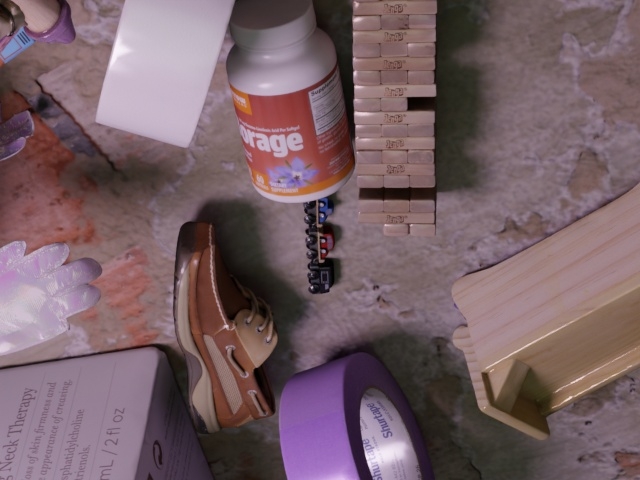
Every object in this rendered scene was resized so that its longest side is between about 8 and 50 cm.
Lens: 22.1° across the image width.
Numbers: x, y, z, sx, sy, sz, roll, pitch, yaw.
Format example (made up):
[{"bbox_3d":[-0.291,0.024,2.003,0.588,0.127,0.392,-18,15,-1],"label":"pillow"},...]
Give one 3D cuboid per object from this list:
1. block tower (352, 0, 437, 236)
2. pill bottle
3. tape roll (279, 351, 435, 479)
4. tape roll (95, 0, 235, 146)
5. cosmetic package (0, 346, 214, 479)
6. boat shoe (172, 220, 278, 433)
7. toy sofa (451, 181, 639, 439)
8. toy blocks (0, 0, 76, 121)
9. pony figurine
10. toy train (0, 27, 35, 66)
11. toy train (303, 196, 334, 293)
[{"bbox_3d":[0.083,-0.163,1.779,0.091,0.097,0.335,0,126,4],"label":"block tower"},{"bbox_3d":[-0.036,-0.158,1.775,0.121,0.121,0.216,-6,126,9],"label":"pill bottle"},{"bbox_3d":[0.052,0.280,2.001,0.090,0.275,0.275,-20,123,20],"label":"tape roll"},{"bbox_3d":[-0.139,-0.240,1.622,0.100,0.286,0.286,16,127,-7],"label":"tape roll"},{"bbox_3d":[-0.362,0.381,2.080,0.393,0.329,0.327,-9,127,11],"label":"cosmetic package"},{"bbox_3d":[-0.111,0.105,1.993,0.120,0.122,0.324,-4,135,1],"label":"boat shoe"},{"bbox_3d":[0.341,0.072,1.920,0.362,0.177,0.150,-32,143,25],"label":"toy sofa"},{"bbox_3d":[-0.315,-0.237,1.601,0.288,0.309,0.260,-51,146,-3],"label":"toy blocks"},{"bbox_3d":[-0.459,0.001,1.761,0.351,0.303,0.363,-30,146,8],"label":"pony figurine"},{"bbox_3d":[-0.390,-0.259,1.755,0.105,0.080,0.184,-35,114,6],"label":"toy train"},{"bbox_3d":[0.000,0.000,1.950,0.036,0.027,0.158,-2,127,2],"label":"toy train"}]
